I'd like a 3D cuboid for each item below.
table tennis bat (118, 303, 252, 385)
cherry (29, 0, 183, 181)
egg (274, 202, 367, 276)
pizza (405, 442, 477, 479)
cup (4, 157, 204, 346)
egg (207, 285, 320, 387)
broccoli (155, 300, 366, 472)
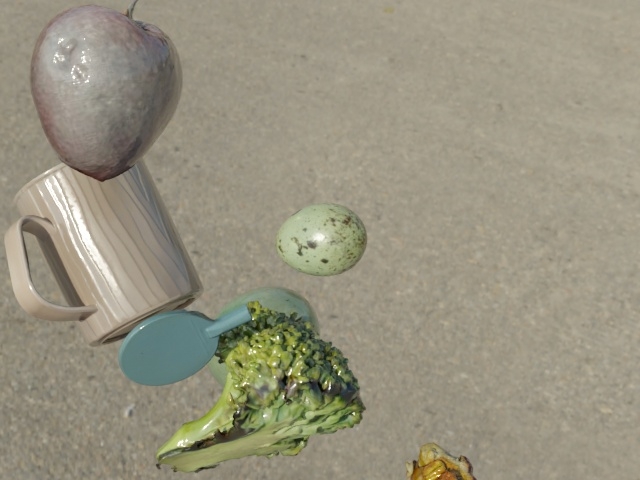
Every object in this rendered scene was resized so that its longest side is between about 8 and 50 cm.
[{"bbox_3d":[-0.149,0.112,0.880,0.155,0.100,0.019,-25,39,-7],"label":"table tennis bat"},{"bbox_3d":[-0.283,-0.210,1.048,0.184,0.266,0.213,10,6,24],"label":"cherry"},{"bbox_3d":[0.000,0.000,0.908,0.110,0.085,0.085,-11,24,27],"label":"egg"},{"bbox_3d":[0.135,0.372,0.870,0.086,0.161,0.305,0,59,-1],"label":"pizza"},{"bbox_3d":[-0.337,0.008,1.231,0.208,0.273,0.288,-28,-5,6],"label":"cup"},{"bbox_3d":[-0.095,0.165,1.273,0.169,0.236,0.169,20,51,-28],"label":"egg"},{"bbox_3d":[-0.089,0.181,1.035,0.273,0.242,0.180,-17,59,5],"label":"broccoli"}]
